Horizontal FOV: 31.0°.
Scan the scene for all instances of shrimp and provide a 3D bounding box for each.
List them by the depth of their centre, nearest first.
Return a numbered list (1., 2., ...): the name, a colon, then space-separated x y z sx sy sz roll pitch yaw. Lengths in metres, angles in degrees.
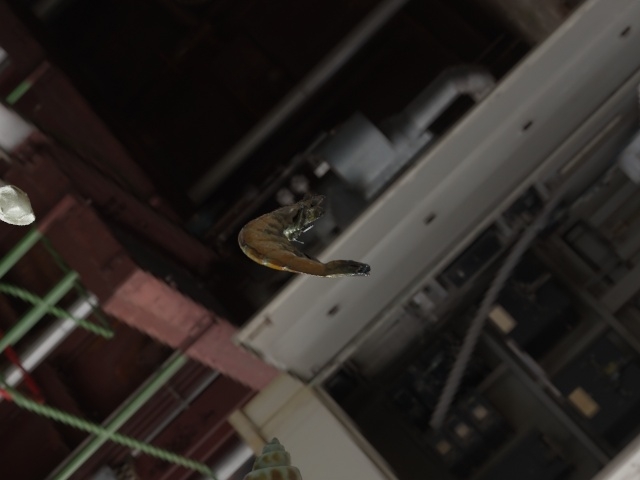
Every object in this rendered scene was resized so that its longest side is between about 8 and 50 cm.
1. shrimp: 0.000 0.000 1.730 0.198 0.051 0.262 24 -153 15

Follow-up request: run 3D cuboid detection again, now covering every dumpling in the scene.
1. dumpling: -0.489 -0.055 1.817 0.043 0.059 0.077 65 -174 27

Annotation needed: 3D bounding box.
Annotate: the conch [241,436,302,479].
1. conch: -0.069 0.511 1.824 0.249 0.368 0.197 9 180 -9
